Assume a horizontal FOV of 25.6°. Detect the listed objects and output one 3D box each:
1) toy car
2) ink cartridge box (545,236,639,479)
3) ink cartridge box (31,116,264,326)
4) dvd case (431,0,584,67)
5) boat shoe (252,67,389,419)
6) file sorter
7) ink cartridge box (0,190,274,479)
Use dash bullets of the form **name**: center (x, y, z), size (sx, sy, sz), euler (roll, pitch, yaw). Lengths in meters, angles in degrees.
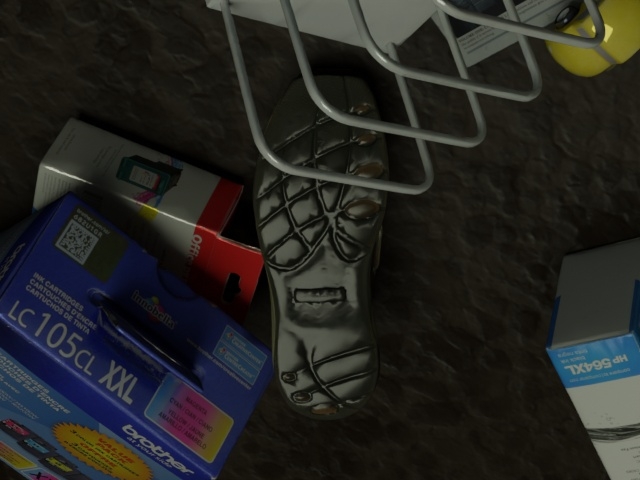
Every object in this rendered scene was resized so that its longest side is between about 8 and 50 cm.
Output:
- **toy car**: center (0.304, -0.216, 1.086), size (0.225, 0.053, 0.239), euler (10, 119, 0)
- **ink cartridge box**: center (0.289, 0.124, 1.297), size (0.086, 0.148, 0.203), euler (-15, 118, 25)
- **ink cartridge box**: center (-0.162, -0.011, 1.383), size (0.231, 0.078, 0.134), euler (22, 136, 1)
- **dvd case**: center (0.128, -0.275, 1.137), size (0.179, 0.029, 0.239), euler (-26, 114, 31)
- **boat shoe**: center (0.000, 0.000, 1.314), size (0.122, 0.120, 0.324), euler (3, 104, 1)
- **file sorter**: center (0.082, -0.183, 1.032), size (0.193, 0.173, 0.277), euler (7, 145, -38)
- **ink cartridge box**: center (-0.230, 0.112, 1.363), size (0.270, 0.151, 0.395), euler (40, 147, -20)
